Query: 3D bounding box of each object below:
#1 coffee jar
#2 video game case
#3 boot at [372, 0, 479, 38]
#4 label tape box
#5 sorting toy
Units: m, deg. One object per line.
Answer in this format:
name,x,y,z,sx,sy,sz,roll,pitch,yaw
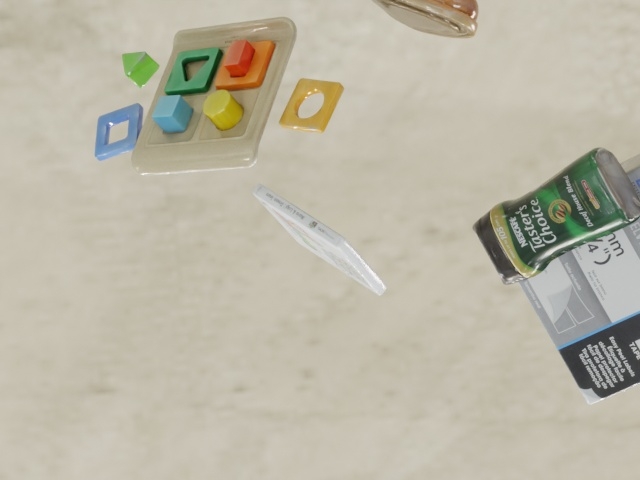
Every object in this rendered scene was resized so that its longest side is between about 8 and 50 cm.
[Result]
coffee jar,0.268,-0.025,2.048,0.184,0.096,0.079,-32,175,30
video game case,0.000,0.000,2.160,0.019,0.143,0.157,-53,149,-7
boot,0.100,-0.329,1.728,0.109,0.283,0.220,33,93,-42
label tape box,0.412,0.018,2.132,0.333,0.241,0.106,-28,-176,30
sorting toy,-0.129,-0.174,2.071,0.347,0.196,0.047,-3,150,33
